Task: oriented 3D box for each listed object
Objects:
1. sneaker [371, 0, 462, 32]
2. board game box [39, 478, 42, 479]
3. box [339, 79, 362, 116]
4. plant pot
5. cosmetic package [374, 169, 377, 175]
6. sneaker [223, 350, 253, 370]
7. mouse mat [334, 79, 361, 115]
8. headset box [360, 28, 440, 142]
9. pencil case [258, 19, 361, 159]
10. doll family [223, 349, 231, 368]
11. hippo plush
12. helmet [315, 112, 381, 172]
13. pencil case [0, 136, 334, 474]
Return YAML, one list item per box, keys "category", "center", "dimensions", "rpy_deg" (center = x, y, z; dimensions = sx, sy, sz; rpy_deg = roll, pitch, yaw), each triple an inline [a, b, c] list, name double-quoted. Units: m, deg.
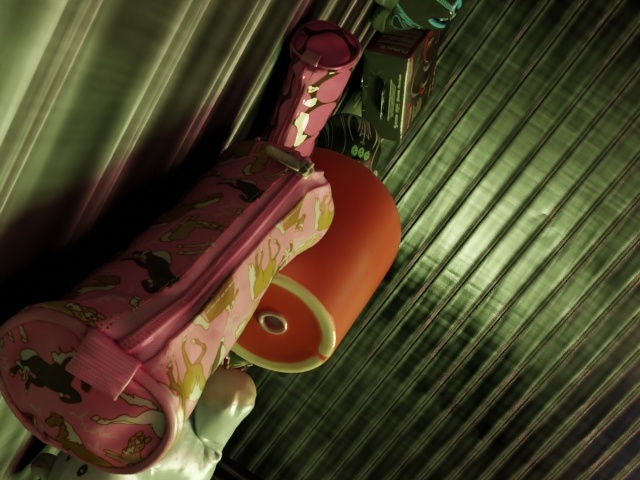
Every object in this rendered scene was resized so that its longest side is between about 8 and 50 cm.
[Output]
- category: "sneaker"
  center: [0.175, -0.420, 1.101]
  dimensions: [0.125, 0.139, 0.341]
  rpy_deg: [-60, 179, 15]
- category: "board game box"
  center: [-0.316, 0.396, 0.792]
  dimensions: [0.053, 0.192, 0.305]
  rpy_deg: [-57, 179, -3]
- category: "box"
  center: [0.079, -0.310, 1.631]
  dimensions: [0.183, 0.056, 0.231]
  rpy_deg: [-58, 178, -5]
- category: "plant pot"
  center: [-0.034, 0.040, 0.895]
  dimensions: [0.275, 0.274, 0.243]
  rpy_deg: [-59, -177, 42]
- category: "cosmetic package"
  center: [0.049, -0.116, 1.681]
  dimensions: [0.151, 0.183, 0.152]
  rpy_deg: [114, -16, -75]
- category: "sneaker"
  center: [-0.215, 0.241, 1.544]
  dimensions: [0.281, 0.162, 0.106]
  rpy_deg: [-56, 178, -40]
- category: "mouse mat"
  center: [0.050, -0.325, 1.612]
  dimensions: [0.153, 0.007, 0.190]
  rpy_deg: [-57, 179, -25]
- category: "headset box"
  center: [0.188, -0.391, 1.449]
  dimensions: [0.293, 0.110, 0.218]
  rpy_deg: [-56, 155, -43]
- category: "pencil case"
  center: [-0.025, -0.168, 0.767]
  dimensions: [0.098, 0.095, 0.209]
  rpy_deg: [-36, 163, -39]
- category: "doll family"
  center: [-0.153, 0.089, 0.744]
  dimensions: [0.111, 0.075, 0.193]
  rpy_deg: [-62, 156, -49]
- category: "hippo plush"
  center: [-0.255, 0.255, 0.800]
  dimensions: [0.236, 0.234, 0.295]
  rpy_deg: [2, 109, -53]
- category: "helmet"
  center: [0.056, -0.203, 1.351]
  dimensions: [0.169, 0.169, 0.162]
  rpy_deg: [117, -14, -75]
- category: "pencil case"
  center: [-0.115, 0.033, 0.574]
  dimensions: [0.386, 0.159, 0.167]
  rpy_deg: [-55, 152, -54]
